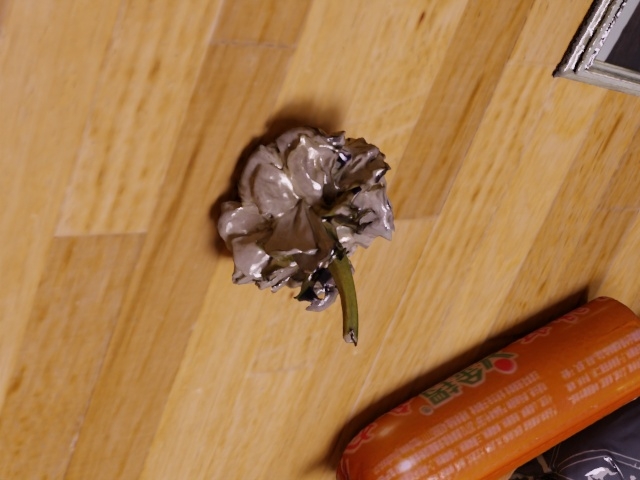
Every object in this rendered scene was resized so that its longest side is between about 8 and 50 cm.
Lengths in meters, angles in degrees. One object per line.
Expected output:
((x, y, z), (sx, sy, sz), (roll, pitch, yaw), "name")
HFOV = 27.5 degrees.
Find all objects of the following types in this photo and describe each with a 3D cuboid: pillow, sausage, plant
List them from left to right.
((0.000, 0.000, 0.779), (0.105, 0.122, 0.116), (-4, 134, -27), "plant")
((0.133, 0.146, 1.054), (0.312, 0.093, 0.093), (-24, 137, -25), "sausage")
((0.315, 0.147, 1.200), (0.335, 0.161, 0.092), (-30, 98, -24), "pillow")

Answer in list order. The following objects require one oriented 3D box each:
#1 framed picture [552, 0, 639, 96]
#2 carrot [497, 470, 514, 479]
((0.308, -0.227, 0.943), (0.231, 0.018, 0.293), (3, 121, -45), "framed picture")
((0.114, 0.207, 1.121), (0.205, 0.072, 0.072), (-27, 139, -33), "carrot")
